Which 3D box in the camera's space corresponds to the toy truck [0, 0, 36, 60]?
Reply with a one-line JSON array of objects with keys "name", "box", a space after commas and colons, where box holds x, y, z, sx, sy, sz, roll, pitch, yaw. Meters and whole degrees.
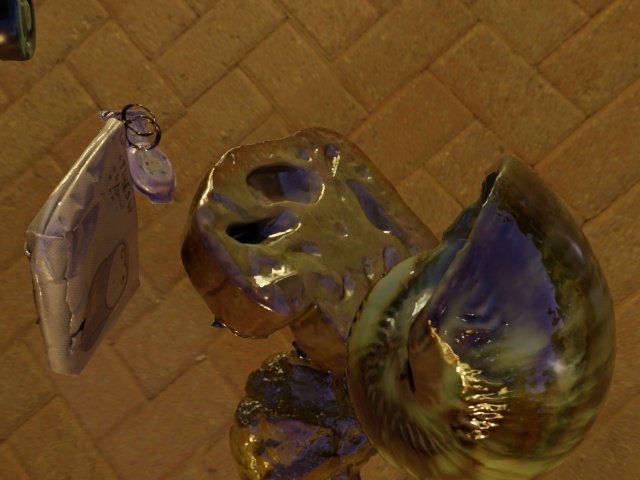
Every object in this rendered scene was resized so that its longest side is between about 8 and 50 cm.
[{"name": "toy truck", "box": [-0.215, -0.212, 0.391, 0.128, 0.135, 0.259, -2, 84, -8]}]

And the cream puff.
[{"name": "cream puff", "box": [-0.021, 0.277, 1.196, 0.196, 0.244, 0.244, 28, 85, 48]}]

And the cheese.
[{"name": "cheese", "box": [-0.304, -0.143, 1.404, 0.042, 0.105, 0.191, -41, 72, 38]}]

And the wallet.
[{"name": "wallet", "box": [-0.296, 0.016, 1.094, 0.068, 0.335, 0.275, 15, 40, 10]}]

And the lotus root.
[{"name": "lotus root", "box": [0.000, 0.000, 1.159, 0.390, 0.111, 0.375, 16, 49, -21]}]

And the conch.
[{"name": "conch", "box": [0.091, 0.050, 0.460, 0.124, 0.181, 0.187, 22, 100, -8]}]
